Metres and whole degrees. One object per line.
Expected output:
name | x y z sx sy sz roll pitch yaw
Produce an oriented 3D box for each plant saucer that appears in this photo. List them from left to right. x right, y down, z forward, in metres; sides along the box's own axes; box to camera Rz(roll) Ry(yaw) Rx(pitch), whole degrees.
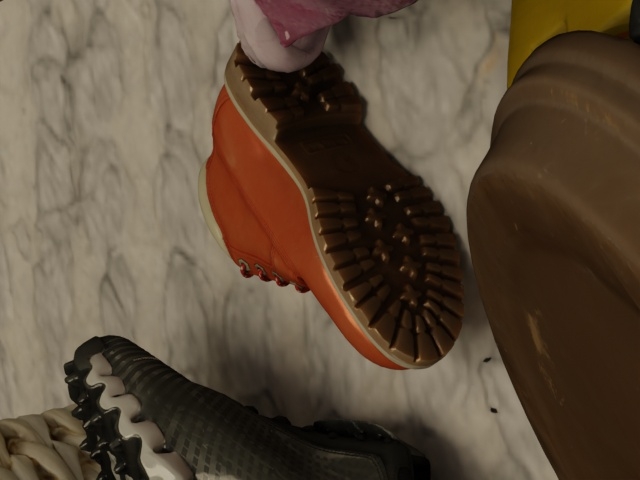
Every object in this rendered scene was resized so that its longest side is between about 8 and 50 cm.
plant saucer | 0.117 0.072 0.511 0.278 0.041 0.278 59 170 16

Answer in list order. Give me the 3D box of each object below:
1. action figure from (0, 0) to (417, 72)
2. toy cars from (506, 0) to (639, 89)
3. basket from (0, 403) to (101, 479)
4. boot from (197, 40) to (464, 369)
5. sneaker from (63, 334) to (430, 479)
action figure | -0.112 -0.172 0.543 0.275 0.370 0.248 -21 80 62
toy cars | 0.140 -0.173 0.477 0.176 0.087 0.394 -97 17 -49
basket | -0.130 0.291 0.779 0.331 0.266 0.328 41 127 35
boot | 0.000 0.000 0.727 0.158 0.059 0.085 60 139 30
sneaker | -0.013 0.105 0.733 0.234 0.106 0.078 40 146 40
